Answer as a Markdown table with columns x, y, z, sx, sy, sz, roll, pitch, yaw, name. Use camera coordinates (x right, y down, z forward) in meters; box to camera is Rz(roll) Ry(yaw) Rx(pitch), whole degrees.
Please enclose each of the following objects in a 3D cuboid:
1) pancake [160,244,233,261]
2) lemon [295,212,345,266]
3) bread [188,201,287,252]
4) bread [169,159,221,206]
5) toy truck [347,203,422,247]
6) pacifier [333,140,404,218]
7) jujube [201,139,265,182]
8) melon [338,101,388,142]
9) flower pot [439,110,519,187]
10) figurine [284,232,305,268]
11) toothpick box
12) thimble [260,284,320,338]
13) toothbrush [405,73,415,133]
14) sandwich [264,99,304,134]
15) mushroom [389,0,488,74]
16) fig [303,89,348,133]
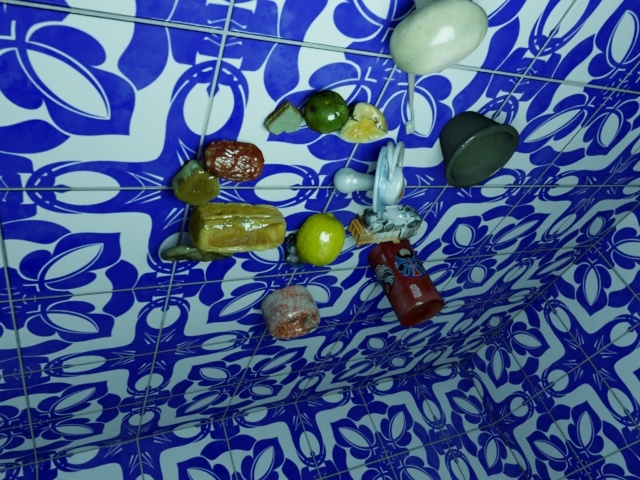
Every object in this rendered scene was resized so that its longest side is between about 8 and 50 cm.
| x | y | z | sx | sy | sz | roll | pitch | yaw | name |
| --- | --- | --- | --- | --- | --- | --- | --- | --- | --- |
| -0.407 | 0.048 | 1.665 | 0.223 | 0.042 | 0.236 | -9 | 168 | 35 | pancake |
| 0.001 | -0.003 | 1.802 | 0.181 | 0.193 | 0.180 | 20 | 164 | 6 | lemon |
| -0.262 | -0.044 | 1.597 | 0.295 | 0.167 | 0.132 | -1 | 116 | -29 | bread |
| -0.353 | -0.164 | 1.455 | 0.140 | 0.069 | 0.128 | -41 | 144 | 25 | bread |
| 0.252 | -0.055 | 1.944 | 0.271 | 0.114 | 0.135 | -7 | 139 | -23 | toy truck |
| 0.158 | -0.203 | 1.649 | 0.233 | 0.243 | 0.299 | 3 | 174 | 12 | pacifier |
| -0.245 | -0.223 | 1.406 | 0.176 | 0.112 | 0.109 | 2 | 164 | -33 | jujube |
| 0.111 | -0.349 | 1.493 | 0.160 | 0.079 | 0.128 | 8 | 153 | -40 | melon |
| 0.505 | -0.322 | 1.689 | 0.269 | 0.166 | 0.269 | -17 | 143 | -13 | flower pot |
| -0.102 | 0.042 | 1.889 | 0.087 | 0.086 | 0.149 | 9 | 139 | 19 | figurine |
| 0.355 | 0.170 | 2.121 | 0.204 | 0.333 | 0.204 | -17 | 147 | -12 | toothpick box |
| -0.127 | 0.315 | 2.174 | 0.239 | 0.162 | 0.239 | -16 | 146 | -11 | thimble |
| 0.269 | -0.429 | 1.516 | 0.030 | 0.025 | 0.307 | -15 | 147 | 0 | toothbrush |
| -0.100 | -0.334 | 1.406 | 0.105 | 0.035 | 0.093 | -35 | 146 | 16 | sandwich |
| 0.287 | -0.529 | 1.251 | 0.246 | 0.202 | 0.246 | -20 | -170 | 4 | mushroom |
| 0.014 | -0.340 | 1.399 | 0.123 | 0.123 | 0.156 | -19 | 160 | -8 | fig |
